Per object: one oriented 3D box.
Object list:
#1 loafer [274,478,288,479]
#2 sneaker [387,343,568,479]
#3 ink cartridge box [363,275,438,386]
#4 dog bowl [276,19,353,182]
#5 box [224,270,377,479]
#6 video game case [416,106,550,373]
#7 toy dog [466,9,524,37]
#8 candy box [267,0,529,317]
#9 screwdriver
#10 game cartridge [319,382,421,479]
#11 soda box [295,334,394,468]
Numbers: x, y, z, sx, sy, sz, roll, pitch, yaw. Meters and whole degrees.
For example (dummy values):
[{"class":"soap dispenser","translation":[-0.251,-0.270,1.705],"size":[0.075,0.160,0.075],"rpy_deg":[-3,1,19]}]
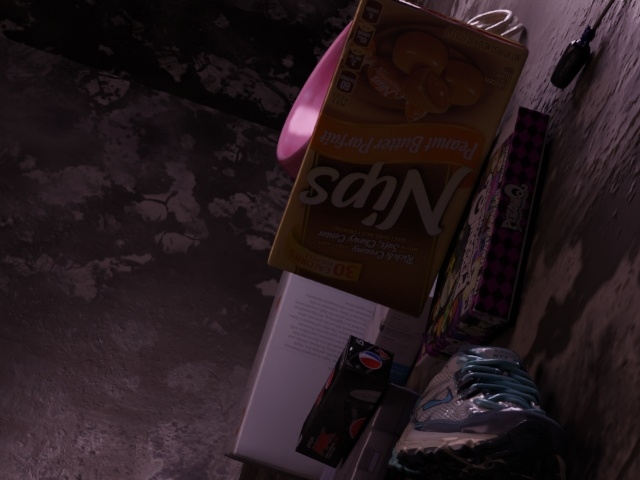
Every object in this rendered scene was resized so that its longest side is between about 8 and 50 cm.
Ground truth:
[{"class":"loafer","translation":[-0.061,0.528,1.653],"size":[0.109,0.095,0.302],"rpy_deg":[-12,60,49]},{"class":"sneaker","translation":[0.119,0.133,0.830],"size":[0.283,0.110,0.122],"rpy_deg":[128,163,-76]},{"class":"ink cartridge box","translation":[0.110,0.085,1.381],"size":[0.104,0.060,0.180],"rpy_deg":[-79,8,-61]},{"class":"dog bowl","translation":[0.073,-0.242,1.878],"size":[0.408,0.150,0.408],"rpy_deg":[-51,18,24]},{"class":"box","translation":[-0.026,0.220,1.798],"size":[0.215,0.168,0.345],"rpy_deg":[128,161,-75]},{"class":"video game case","translation":[0.169,0.006,1.123],"size":[0.210,0.042,0.232],"rpy_deg":[116,171,-67]},{"class":"toy dog","translation":[0.137,-0.153,1.350],"size":[0.334,0.220,0.161],"rpy_deg":[-51,-51,-51]},{"class":"candy box","translation":[0.080,-0.095,1.166],"size":[0.087,0.183,0.316],"rpy_deg":[-76,6,-74]},{"class":"screwdriver","translation":[0.263,-0.212,1.008],"size":[0.025,0.024,0.170],"rpy_deg":[65,144,39]},{"class":"game cartridge","translation":[0.024,0.344,1.313],"size":[0.230,0.068,0.355],"rpy_deg":[160,134,-79]},{"class":"soda box","translation":[0.028,0.195,1.274],"size":[0.053,0.060,0.169],"rpy_deg":[-70,4,-52]}]
